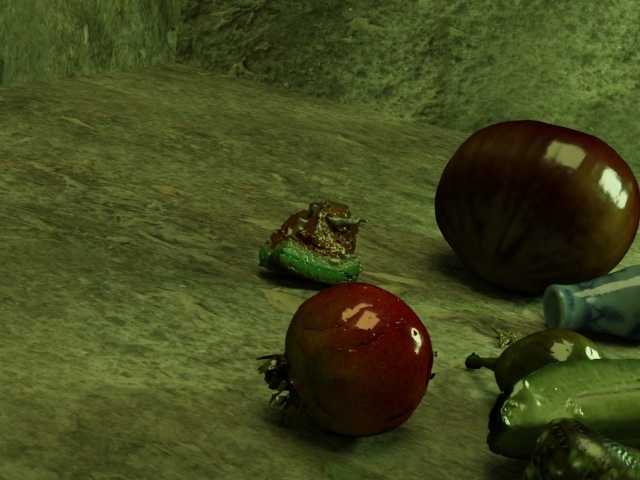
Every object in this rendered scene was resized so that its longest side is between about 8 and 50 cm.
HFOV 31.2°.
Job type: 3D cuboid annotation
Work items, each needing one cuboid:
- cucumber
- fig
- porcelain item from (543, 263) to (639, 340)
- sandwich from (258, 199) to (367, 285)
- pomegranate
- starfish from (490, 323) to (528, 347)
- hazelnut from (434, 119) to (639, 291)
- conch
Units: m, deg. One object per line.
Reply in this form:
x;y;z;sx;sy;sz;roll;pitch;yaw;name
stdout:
0.351;0.228;1.555;0.325;0.145;0.105;-2;54;-25;cucumber
0.308;0.184;1.724;0.151;0.151;0.259;-4;18;-37;fig
0.542;0.116;2.086;0.259;0.141;0.141;-2;19;-10;porcelain item
-0.009;0.000;2.110;0.185;0.159;0.109;11;-4;-22;sandwich
0.037;0.166;1.543;0.235;0.210;0.210;-21;21;-3;pomegranate
0.325;0.168;1.988;0.086;0.016;0.092;-6;29;-46;starfish
0.422;-0.070;2.274;0.409;0.359;0.359;10;15;29;hazelnut
0.346;0.296;1.428;0.181;0.124;0.187;8;-15;32;conch
